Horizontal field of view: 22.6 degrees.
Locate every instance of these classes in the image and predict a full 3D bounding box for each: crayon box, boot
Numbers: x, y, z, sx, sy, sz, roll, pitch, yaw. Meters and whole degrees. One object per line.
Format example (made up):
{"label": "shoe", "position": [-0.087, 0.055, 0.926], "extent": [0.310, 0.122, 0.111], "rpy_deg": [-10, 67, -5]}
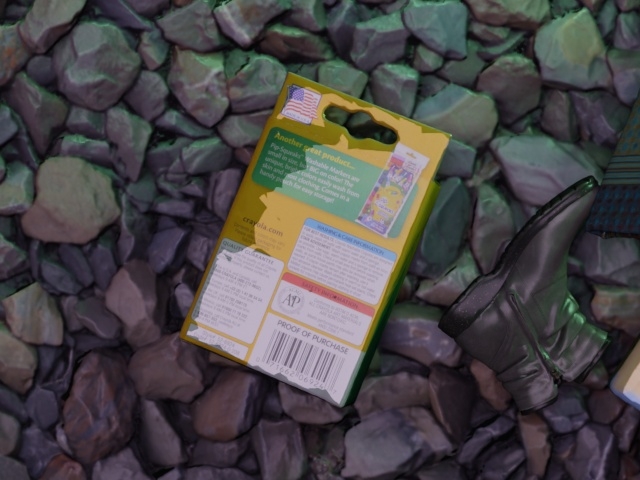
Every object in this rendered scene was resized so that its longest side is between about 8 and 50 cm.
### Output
{"label": "crayon box", "position": [0.000, 0.000, 1.793], "extent": [0.203, 0.083, 0.323], "rpy_deg": [22, 91, 10]}
{"label": "boot", "position": [0.261, 0.062, 1.756], "extent": [0.161, 0.083, 0.246], "rpy_deg": [42, 99, 2]}

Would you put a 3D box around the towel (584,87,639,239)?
{"label": "towel", "position": [0.429, -0.165, 1.632], "extent": [0.040, 0.271, 0.370], "rpy_deg": [30, 77, -30]}

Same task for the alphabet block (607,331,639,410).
{"label": "alphabet block", "position": [0.430, 0.122, 1.658], "extent": [0.193, 0.192, 0.197], "rpy_deg": [33, 94, 8]}
